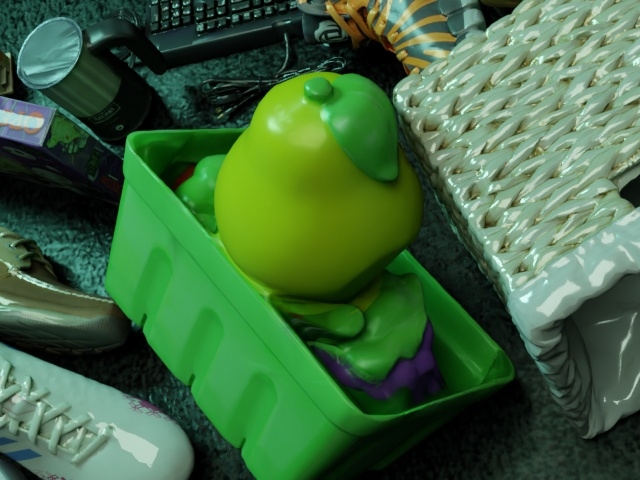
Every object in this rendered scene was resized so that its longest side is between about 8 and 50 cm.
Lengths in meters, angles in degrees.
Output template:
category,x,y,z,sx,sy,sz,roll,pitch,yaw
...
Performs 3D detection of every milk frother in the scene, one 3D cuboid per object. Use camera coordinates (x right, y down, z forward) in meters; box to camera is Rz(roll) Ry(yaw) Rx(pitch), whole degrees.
category,x,y,z,sx,sy,sz,roll,pitch,yaw
milk frother,-0.252,-0.205,1.512,0.129,0.135,0.143,-44,56,4

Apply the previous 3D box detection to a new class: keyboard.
category,x,y,z,sx,sy,sz,roll,pitch,yaw
keyboard,-0.041,-0.245,1.525,0.317,0.033,0.201,-12,68,13

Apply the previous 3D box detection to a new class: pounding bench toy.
category,x,y,z,sx,sy,sz,roll,pitch,yaw
pounding bench toy,-0.388,-0.185,1.588,0.052,0.065,0.083,-13,68,12

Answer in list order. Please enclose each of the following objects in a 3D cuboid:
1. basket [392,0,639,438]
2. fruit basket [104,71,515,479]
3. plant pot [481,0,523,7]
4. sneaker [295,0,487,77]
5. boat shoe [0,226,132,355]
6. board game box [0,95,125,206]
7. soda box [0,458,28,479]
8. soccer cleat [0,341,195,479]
category,x,y,z,sx,sy,sz,roll,pitch,yaw
basket,0.272,-0.052,1.194,0.328,0.331,0.266,-33,63,3
fruit basket,0.000,0.000,1.238,0.392,0.283,0.392,5,98,39
plant pot,0.237,-0.346,1.341,0.203,0.291,0.291,-10,68,18
sneaker,0.079,-0.199,1.416,0.180,0.124,0.321,-16,65,8
boat shoe,-0.342,0.040,1.464,0.324,0.123,0.116,10,72,18
board game box,-0.385,-0.119,1.486,0.347,0.208,0.056,14,75,22
soda box,-0.285,0.318,1.369,0.074,0.069,0.216,-41,65,0
soccer cleat,-0.286,0.174,1.381,0.331,0.143,0.116,18,77,22
